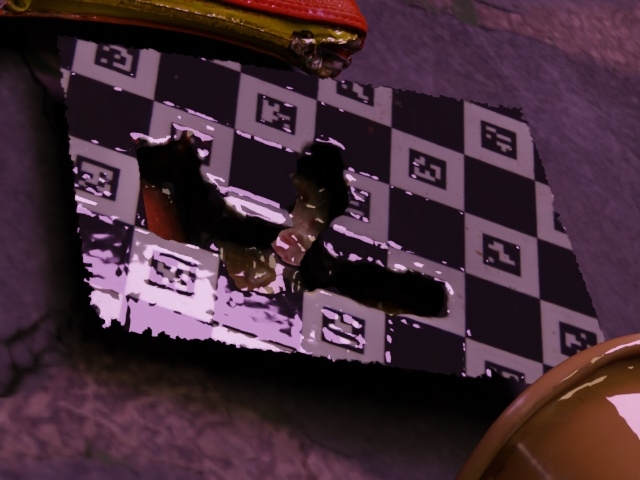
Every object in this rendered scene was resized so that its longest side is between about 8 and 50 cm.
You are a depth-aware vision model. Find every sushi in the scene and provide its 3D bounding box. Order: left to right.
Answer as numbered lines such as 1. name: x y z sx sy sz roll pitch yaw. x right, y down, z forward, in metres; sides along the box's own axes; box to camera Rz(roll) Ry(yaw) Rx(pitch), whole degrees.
1. sushi: 0.000 0.000 0.955 0.280 0.043 0.192 7 49 -27

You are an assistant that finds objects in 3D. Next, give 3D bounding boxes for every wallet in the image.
1. wallet: -0.092 -0.159 1.003 0.241 0.067 0.141 6 40 -39

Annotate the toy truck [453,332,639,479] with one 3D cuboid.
1. toy truck: 0.137 0.201 0.711 0.204 0.288 0.211 7 24 -34
